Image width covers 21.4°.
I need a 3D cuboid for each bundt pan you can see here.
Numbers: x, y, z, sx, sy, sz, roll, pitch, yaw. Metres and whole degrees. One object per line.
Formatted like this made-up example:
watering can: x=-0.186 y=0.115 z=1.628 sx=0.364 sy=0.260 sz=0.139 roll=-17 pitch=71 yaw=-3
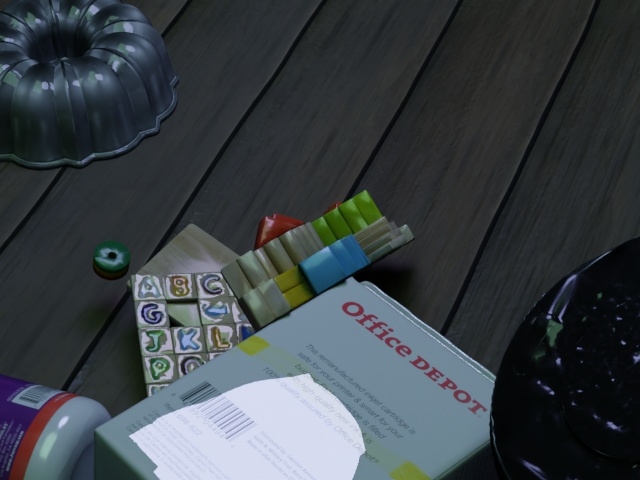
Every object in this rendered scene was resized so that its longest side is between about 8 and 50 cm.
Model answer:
bundt pan: x=-0.373 y=-0.253 z=2.445 sx=0.331 sy=0.124 sz=0.331 roll=-2 pitch=41 yaw=2

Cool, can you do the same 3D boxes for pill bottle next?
pill bottle: x=-0.400 y=0.229 z=1.873 sx=0.323 sy=0.181 sz=0.181 roll=13 pitch=45 yaw=17

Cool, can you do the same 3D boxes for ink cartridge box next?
ink cartridge box: x=-0.009 y=0.242 z=1.818 sx=0.385 sy=0.160 sz=0.279 roll=-29 pitch=53 yaw=-33

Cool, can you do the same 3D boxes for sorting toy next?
sorting toy: x=-0.146 y=0.069 z=2.118 sx=0.274 sy=0.046 sz=0.132 roll=34 pitch=53 yaw=14

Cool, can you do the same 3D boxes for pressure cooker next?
pressure cooker: x=0.406 y=0.237 z=1.666 sx=0.375 sy=0.420 sz=0.370 roll=-1 pitch=56 yaw=37

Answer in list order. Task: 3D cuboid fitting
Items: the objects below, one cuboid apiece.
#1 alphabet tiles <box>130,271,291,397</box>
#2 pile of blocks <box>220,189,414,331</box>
alphabet tiles: x=-0.102 y=0.118 z=2.055 sx=0.237 sy=0.009 sz=0.198 roll=-3 pitch=54 yaw=-15
pile of blocks: x=0.000 y=0.000 z=2.020 sx=0.112 sy=0.149 sz=0.362 roll=58 pitch=28 yaw=2
